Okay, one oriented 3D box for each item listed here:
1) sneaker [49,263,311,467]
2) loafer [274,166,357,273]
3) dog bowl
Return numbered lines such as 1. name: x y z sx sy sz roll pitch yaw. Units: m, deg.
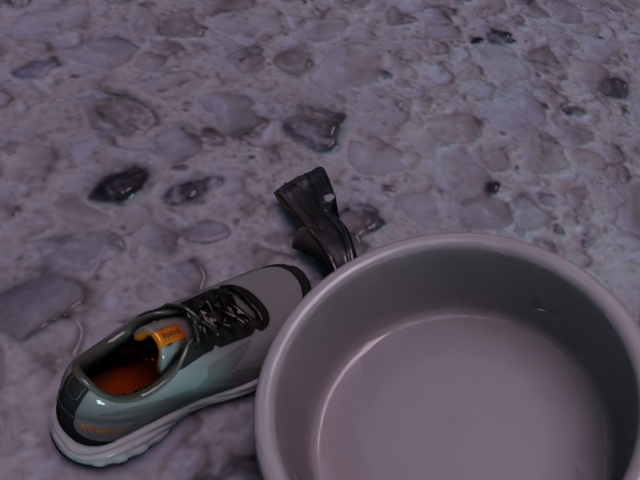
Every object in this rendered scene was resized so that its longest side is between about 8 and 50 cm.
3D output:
1. sneaker: -0.106 0.092 0.703 0.271 0.108 0.100 -31 64 -36
2. loafer: 0.000 0.000 0.851 0.061 0.062 0.170 -18 53 -3
3. dog bowl: 0.106 0.140 0.642 0.349 0.102 0.348 -8 51 10
